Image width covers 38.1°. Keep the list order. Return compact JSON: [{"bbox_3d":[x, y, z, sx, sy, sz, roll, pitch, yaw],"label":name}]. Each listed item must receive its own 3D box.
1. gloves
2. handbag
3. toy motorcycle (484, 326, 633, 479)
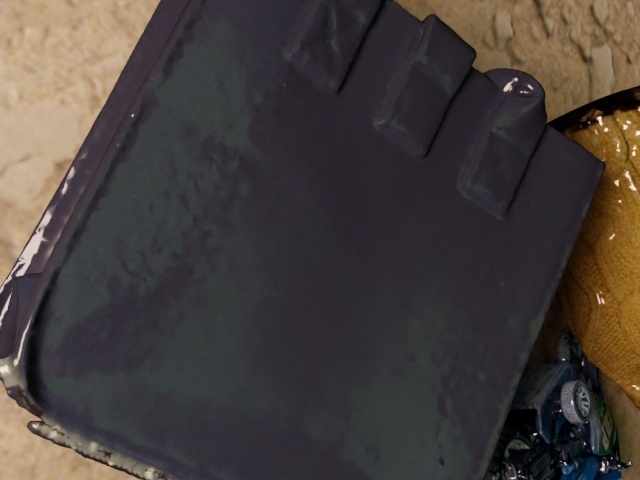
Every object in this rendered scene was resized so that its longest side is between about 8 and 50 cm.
[{"bbox_3d":[0.286,0.044,0.764,0.356,0.203,0.155,51,52,-8],"label":"gloves"},{"bbox_3d":[0.000,0.000,0.567,0.303,0.122,0.329,31,78,-26],"label":"handbag"},{"bbox_3d":[0.195,0.175,0.767,0.254,0.092,0.136,-35,107,-51],"label":"toy motorcycle"}]
